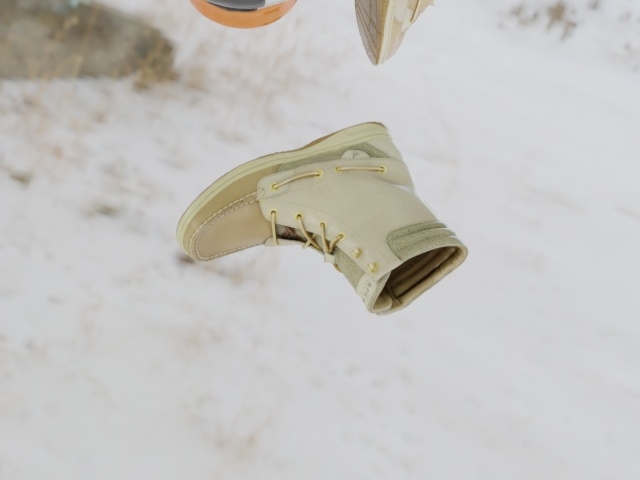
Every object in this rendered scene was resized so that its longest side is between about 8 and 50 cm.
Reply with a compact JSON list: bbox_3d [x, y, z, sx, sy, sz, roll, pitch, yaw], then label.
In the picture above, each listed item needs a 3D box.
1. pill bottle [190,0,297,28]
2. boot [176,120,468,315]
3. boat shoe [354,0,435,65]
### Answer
[{"bbox_3d":[-0.048,-0.239,1.214,0.131,0.245,0.130,1,64,-3],"label":"pill bottle"},{"bbox_3d":[0.000,0.000,1.576,0.213,0.077,0.165,-24,55,-12],"label":"boot"},{"bbox_3d":[0.065,-0.198,1.453,0.059,0.170,0.063,-15,63,-14],"label":"boat shoe"}]
